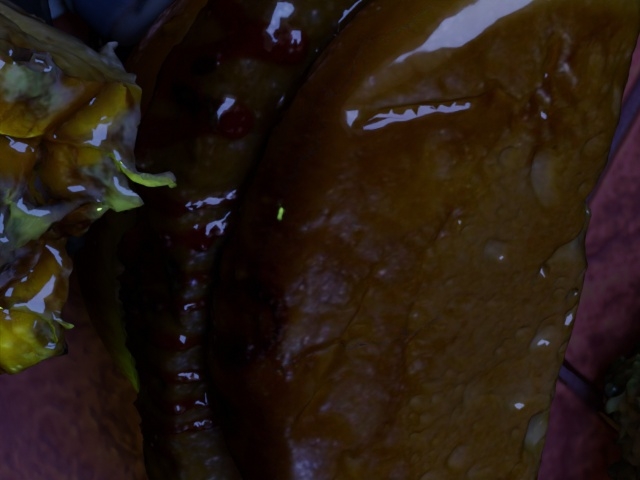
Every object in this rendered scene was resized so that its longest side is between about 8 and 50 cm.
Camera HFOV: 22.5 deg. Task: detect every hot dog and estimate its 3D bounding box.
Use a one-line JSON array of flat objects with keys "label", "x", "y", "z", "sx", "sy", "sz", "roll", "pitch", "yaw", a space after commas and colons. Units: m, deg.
[{"label": "hot dog", "x": 0.001, "y": 0.001, "z": 0.799, "sx": 0.223, "sy": 0.185, "sz": 0.405, "roll": -8, "pitch": 123, "yaw": -25}]

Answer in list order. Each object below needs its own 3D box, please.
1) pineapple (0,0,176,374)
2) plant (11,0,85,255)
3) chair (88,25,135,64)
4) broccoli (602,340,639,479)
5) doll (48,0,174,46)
[{"label": "pineapple", "x": -0.267, "y": -0.005, "z": 0.587, "sx": 0.209, "sy": 0.344, "sz": 0.286, "roll": 8, "pitch": 108, "yaw": -54}, {"label": "plant", "x": -0.203, "y": -0.035, "z": 0.769, "sx": 0.142, "sy": 0.164, "sz": 0.256, "roll": 30, "pitch": 53, "yaw": -44}, {"label": "chair", "x": 0.036, "y": -0.180, "z": 0.951, "sx": 0.326, "sy": 0.183, "sz": 0.175, "roll": -32, "pitch": 109, "yaw": 18}, {"label": "broccoli", "x": 0.313, "y": 0.107, "z": 0.950, "sx": 0.275, "sy": 0.397, "sz": 0.353, "roll": -6, "pitch": 95, "yaw": -6}, {"label": "doll", "x": -0.123, "y": -0.190, "z": 0.841, "sx": 0.099, "sy": 0.135, "sz": 0.241, "roll": -38, "pitch": 84, "yaw": -32}]
